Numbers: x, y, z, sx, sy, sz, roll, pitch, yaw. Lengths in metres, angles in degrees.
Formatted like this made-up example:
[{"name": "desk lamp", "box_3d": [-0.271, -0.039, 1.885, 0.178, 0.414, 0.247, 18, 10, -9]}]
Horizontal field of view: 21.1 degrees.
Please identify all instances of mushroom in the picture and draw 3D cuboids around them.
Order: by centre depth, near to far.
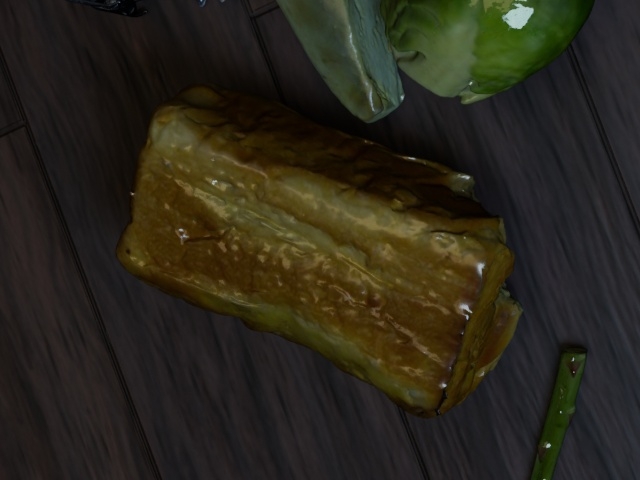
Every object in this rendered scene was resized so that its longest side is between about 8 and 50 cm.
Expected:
[{"name": "mushroom", "box_3d": [-0.017, -0.257, 1.419, 0.107, 0.087, 0.333, -34, 86, 27]}]

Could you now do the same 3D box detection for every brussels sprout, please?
[{"name": "brussels sprout", "box_3d": [0.132, -0.193, 1.328, 0.161, 0.144, 0.180, 35, 107, 32]}]

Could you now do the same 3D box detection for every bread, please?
[{"name": "bread", "box_3d": [0.002, 0.001, 1.409, 0.344, 0.149, 0.195, 25, 117, 18]}]

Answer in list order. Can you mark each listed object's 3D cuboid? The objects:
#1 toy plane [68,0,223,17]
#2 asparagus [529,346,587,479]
[{"name": "toy plane", "box_3d": [-0.160, -0.234, 1.501, 0.197, 0.053, 0.078, 13, 93, 25]}, {"name": "asparagus", "box_3d": [0.179, 0.203, 1.424, 0.025, 0.024, 0.248, 22, 106, 26]}]
